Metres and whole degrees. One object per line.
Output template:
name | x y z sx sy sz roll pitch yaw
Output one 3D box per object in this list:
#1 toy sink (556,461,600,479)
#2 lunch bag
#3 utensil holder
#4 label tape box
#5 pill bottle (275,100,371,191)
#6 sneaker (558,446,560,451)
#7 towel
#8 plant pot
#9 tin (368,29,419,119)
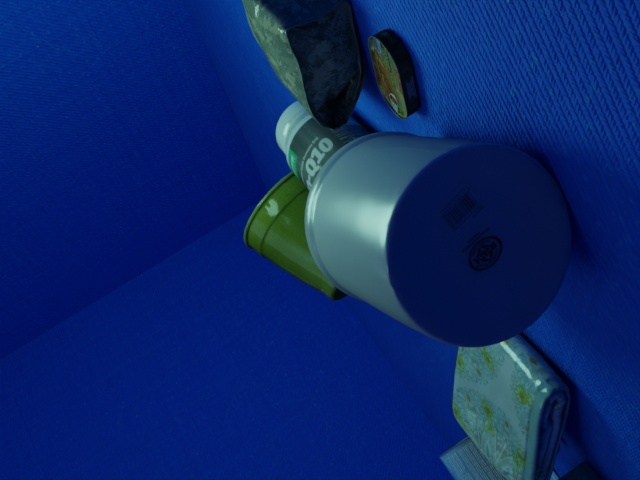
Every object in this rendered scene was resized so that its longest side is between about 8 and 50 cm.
toy sink | 0.605 0.620 1.823 0.153 0.131 0.234 53 171 25
lunch bag | -0.026 -0.400 1.661 0.235 0.169 0.287 51 165 42
utensil holder | 0.181 -0.015 1.306 0.328 0.327 0.385 60 170 -16
label tape box | 0.540 0.650 2.290 0.241 0.106 0.334 56 131 17
pill bottle | 0.042 -0.194 1.898 0.361 0.204 0.204 50 169 45
sneaker | 0.544 0.471 1.950 0.076 0.065 0.166 43 -173 -41
towel | 0.415 0.359 1.777 0.320 0.090 0.374 51 149 47
plant pot | 0.000 0.000 2.567 0.353 0.366 0.366 44 168 19
tin | 0.139 -0.309 1.465 0.106 0.040 0.190 57 174 37
